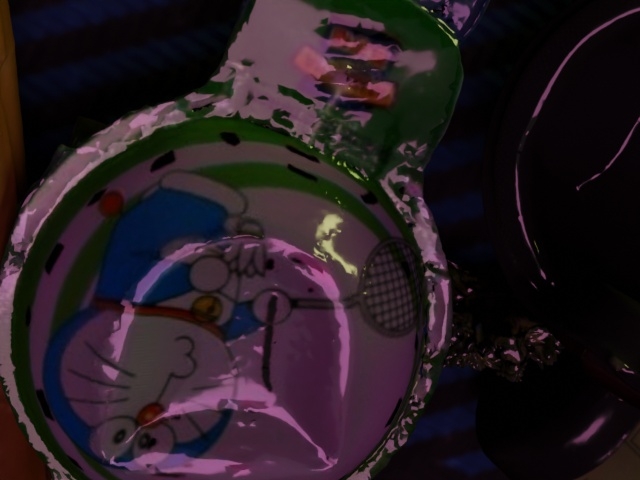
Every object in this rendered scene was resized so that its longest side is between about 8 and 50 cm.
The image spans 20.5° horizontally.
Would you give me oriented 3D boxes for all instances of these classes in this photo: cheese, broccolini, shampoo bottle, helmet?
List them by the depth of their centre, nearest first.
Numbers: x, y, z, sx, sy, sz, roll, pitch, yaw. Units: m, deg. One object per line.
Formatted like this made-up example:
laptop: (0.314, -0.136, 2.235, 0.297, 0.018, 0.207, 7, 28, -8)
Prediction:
cheese: (-0.023, -0.005, 0.761, 0.203, 0.083, 0.320, 22, 100, -16)
helmet: (0.176, -0.016, 0.761, 0.216, 0.193, 0.189, 36, 97, 15)
broccolini: (-0.002, 0.008, 0.844, 0.254, 0.071, 0.058, 18, 94, -6)
shampoo bottle: (0.202, 0.152, 0.913, 0.101, 0.101, 0.284, -41, 114, 11)

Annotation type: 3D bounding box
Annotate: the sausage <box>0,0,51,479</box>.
sausage: (-0.190, 0.020, 0.785, 0.134, 0.116, 0.354, -9, 120, -18)
